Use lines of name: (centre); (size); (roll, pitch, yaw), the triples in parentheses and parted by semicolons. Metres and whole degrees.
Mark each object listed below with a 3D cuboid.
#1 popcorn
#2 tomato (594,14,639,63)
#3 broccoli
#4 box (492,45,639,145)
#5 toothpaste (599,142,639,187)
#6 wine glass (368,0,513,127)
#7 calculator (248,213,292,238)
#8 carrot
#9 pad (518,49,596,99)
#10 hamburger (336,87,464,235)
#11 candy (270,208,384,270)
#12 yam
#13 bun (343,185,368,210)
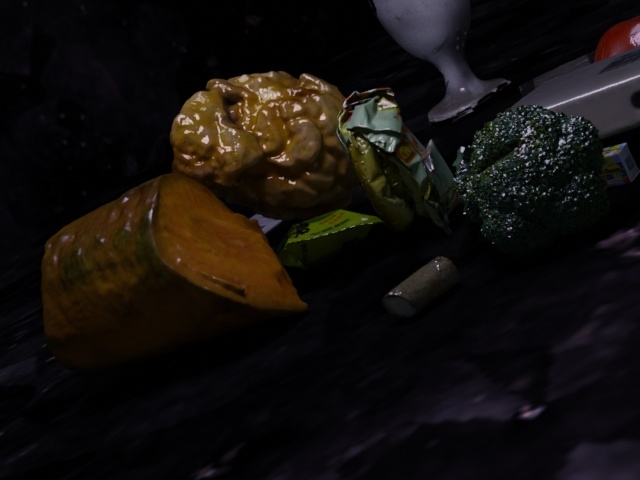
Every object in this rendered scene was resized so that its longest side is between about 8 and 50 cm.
popcorn: (-0.087, -0.148, 1.863); (0.332, 0.225, 0.265); (-3, 25, -38)
tomato: (0.527, -0.319, 1.950); (0.225, 0.085, 0.225); (-22, 4, 2)
broccoli: (0.246, -0.070, 1.458); (0.195, 0.195, 0.156); (-26, -21, 0)
box: (0.441, -0.211, 1.688); (0.367, 0.090, 0.373); (-18, 8, 29)
toothpaste: (0.321, -0.081, 1.571); (0.164, 0.046, 0.034); (-13, 22, 42)
wine glass: (0.212, -0.407, 2.334); (0.190, 0.357, 0.190); (-27, 14, 8)
calculator: (-0.090, -0.035, 2.213); (0.161, 0.021, 0.262); (-12, 19, 47)
carrot: (-0.206, 0.038, 1.695); (0.341, 0.241, 0.241); (-21, 14, 24)
pad: (0.430, -0.283, 2.183); (0.174, 0.022, 0.233); (-24, 12, 13)
hamburger: (0.110, -0.089, 1.719); (0.125, 0.235, 0.214); (-29, -18, 12)
candy: (0.000, 0.000, 1.805); (0.149, 0.069, 0.246); (-21, -2, -10)
yam: (0.118, 0.056, 1.444); (0.094, 0.043, 0.043); (-36, 17, -30)
bun: (0.011, -0.106, 2.064); (0.204, 0.126, 0.212); (-4, 3, -39)
